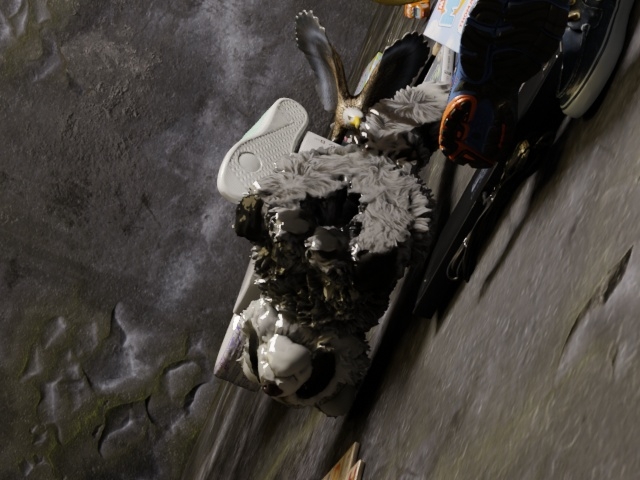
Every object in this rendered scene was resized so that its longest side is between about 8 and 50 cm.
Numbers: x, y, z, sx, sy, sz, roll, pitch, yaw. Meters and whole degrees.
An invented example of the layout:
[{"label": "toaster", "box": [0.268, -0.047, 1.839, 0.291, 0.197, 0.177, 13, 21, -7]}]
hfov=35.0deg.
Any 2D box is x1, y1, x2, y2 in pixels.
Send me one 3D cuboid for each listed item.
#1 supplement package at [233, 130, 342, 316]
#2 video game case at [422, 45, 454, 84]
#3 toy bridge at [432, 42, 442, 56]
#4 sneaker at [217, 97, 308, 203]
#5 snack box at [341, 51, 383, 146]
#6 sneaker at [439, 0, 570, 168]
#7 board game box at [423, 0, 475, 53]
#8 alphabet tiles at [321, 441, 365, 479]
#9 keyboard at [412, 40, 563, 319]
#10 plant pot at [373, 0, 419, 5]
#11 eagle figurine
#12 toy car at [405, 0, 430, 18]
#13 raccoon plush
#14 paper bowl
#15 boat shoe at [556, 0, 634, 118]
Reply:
[{"label": "supplement package", "box": [0.000, 0.000, 1.582, 0.293, 0.175, 0.178, -75, 12, -53]}, {"label": "video game case", "box": [0.163, -0.206, 1.628, 0.173, 0.022, 0.190, -77, 12, -54]}, {"label": "toy bridge", "box": [0.234, -0.387, 1.645, 0.063, 0.026, 0.188, -76, 11, -59]}, {"label": "sneaker", "box": [-0.109, -0.107, 1.620, 0.151, 0.094, 0.256, -50, 5, 42]}, {"label": "snack box", "box": [0.100, -0.284, 2.198, 0.174, 0.070, 0.207, 163, 128, -82]}, {"label": "sneaker", "box": [0.153, -0.167, 0.889, 0.221, 0.083, 0.087, 110, 172, -47]}, {"label": "board game box", "box": [0.209, -0.295, 1.226, 0.160, 0.039, 0.211, -66, 24, 15]}, {"label": "alphabet tiles", "box": [-0.005, 0.351, 1.180, 0.237, 0.009, 0.198, 120, 171, -51]}, {"label": "keyboard", "box": [0.172, -0.050, 1.005, 0.201, 0.033, 0.317, -66, 1, -61]}, {"label": "plant pot", "box": [0.181, -0.563, 1.841, 0.254, 0.254, 0.239, -68, 22, -1]}, {"label": "eagle figurine", "box": [0.062, -0.270, 1.883, 0.225, 0.226, 0.299, 31, 120, 48]}, {"label": "toy car", "box": [0.217, -0.507, 2.080, 0.040, 0.060, 0.122, 56, 137, 44]}, {"label": "raccoon plush", "box": [0.065, 0.029, 1.298, 0.446, 0.216, 0.299, -33, -35, -34]}, {"label": "paper bowl", "box": [-0.081, 0.144, 1.885, 0.284, 0.148, 0.284, -158, 90, -84]}, {"label": "boat shoe", "box": [0.220, -0.200, 0.876, 0.065, 0.083, 0.183, 142, 150, -77]}]
